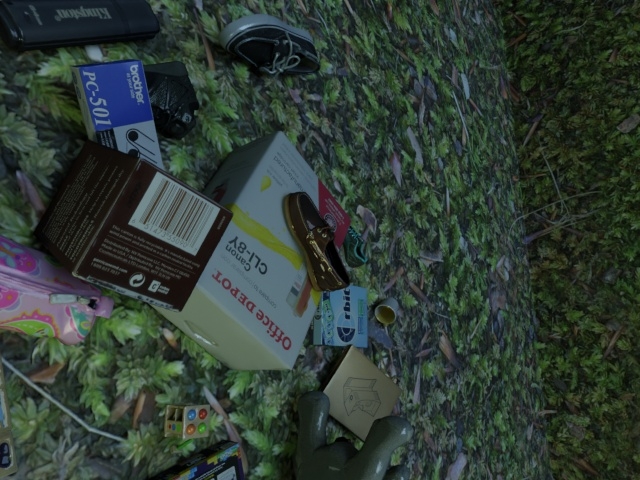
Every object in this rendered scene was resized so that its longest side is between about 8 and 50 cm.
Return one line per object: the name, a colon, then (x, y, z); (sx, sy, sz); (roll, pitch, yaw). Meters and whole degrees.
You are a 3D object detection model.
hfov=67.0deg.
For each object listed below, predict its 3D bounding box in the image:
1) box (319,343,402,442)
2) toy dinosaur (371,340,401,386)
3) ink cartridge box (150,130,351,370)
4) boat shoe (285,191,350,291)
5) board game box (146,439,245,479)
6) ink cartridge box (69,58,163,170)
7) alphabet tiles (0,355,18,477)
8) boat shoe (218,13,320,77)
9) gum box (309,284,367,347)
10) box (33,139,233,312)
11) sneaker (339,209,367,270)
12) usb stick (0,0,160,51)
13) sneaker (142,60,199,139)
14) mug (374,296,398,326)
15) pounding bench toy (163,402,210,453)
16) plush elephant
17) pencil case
box: (0.096, 0.377, 1.175); (0.201, 0.021, 0.164); (45, 65, -20)
toy dinosaur: (0.172, 0.369, 1.303); (0.092, 0.053, 0.183); (27, 61, -42)
ink cartridge box: (-0.120, 0.023, 0.952); (0.279, 0.160, 0.385); (50, 47, -32)
boat shoe: (0.000, 0.000, 0.921); (0.073, 0.073, 0.207); (-39, 111, -48)
board game box: (-0.207, 0.448, 0.834); (0.170, 0.048, 0.141); (-7, 88, -51)
ink cartridge box: (-0.320, -0.178, 0.779); (0.097, 0.046, 0.207); (-23, 123, -36)
alphabet tiles: (-0.531, 0.244, 0.526); (0.342, 0.011, 0.285); (-9, 88, -51)
boat shoe: (-0.104, -0.434, 1.124); (0.306, 0.113, 0.105); (-18, 81, -60)
gum box: (0.049, 0.186, 1.210); (0.184, 0.041, 0.157); (17, 68, -46)
box: (-0.273, -0.024, 0.705); (0.168, 0.203, 0.167); (33, 82, -45)
sneaker: (0.082, -0.005, 1.268); (0.065, 0.076, 0.166); (-20, 96, -51)
usb stick: (-0.394, -0.367, 0.812); (0.278, 0.045, 0.077); (-35, 109, -48)
sneaker: (-0.302, -0.238, 0.857); (0.227, 0.087, 0.130); (-38, 104, -53)
mug: (0.188, 0.198, 1.373); (0.062, 0.078, 0.064); (38, 36, 3)
pounding bench toy: (-0.227, 0.324, 0.826); (0.052, 0.065, 0.083); (15, 70, -48)
plush elephant: (0.081, 0.517, 1.002); (0.255, 0.272, 0.330); (45, 52, -42)
pencil case: (-0.420, 0.049, 0.621); (0.284, 0.124, 0.124); (33, 57, -40)
